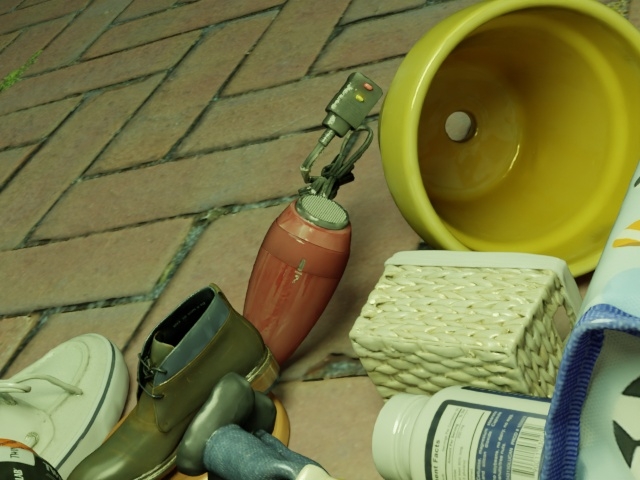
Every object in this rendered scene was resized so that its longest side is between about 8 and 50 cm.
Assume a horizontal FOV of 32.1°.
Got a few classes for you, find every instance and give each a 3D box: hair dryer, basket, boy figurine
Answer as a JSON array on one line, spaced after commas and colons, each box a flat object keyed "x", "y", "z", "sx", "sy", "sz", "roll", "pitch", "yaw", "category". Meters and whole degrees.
[{"x": 0.000, "y": 0.000, "z": 1.065, "sx": 0.080, "sy": 0.223, "sz": 0.293, "roll": 25, "pitch": 78, "yaw": 7, "category": "hair dryer"}, {"x": 0.121, "y": 0.083, "z": 0.897, "sx": 0.167, "sy": 0.113, "sz": 0.103, "roll": 2, "pitch": 43, "yaw": 40, "category": "basket"}, {"x": 0.037, "y": 0.186, "z": 0.735, "sx": 0.285, "sy": 0.177, "sz": 0.092, "roll": 21, "pitch": 75, "yaw": 30, "category": "boy figurine"}]

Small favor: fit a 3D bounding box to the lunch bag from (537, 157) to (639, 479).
[{"x": 0.305, "y": 0.115, "z": 0.504, "sx": 0.386, "sy": 0.238, "sz": 0.328, "roll": 15, "pitch": 28, "yaw": 16, "category": "lunch bag"}]

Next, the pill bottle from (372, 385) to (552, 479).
[{"x": 0.123, "y": 0.154, "z": 0.792, "sx": 0.169, "sy": 0.094, "sz": 0.094, "roll": 3, "pitch": 40, "yaw": 41, "category": "pill bottle"}]

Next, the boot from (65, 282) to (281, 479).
[{"x": -0.144, "y": 0.131, "z": 0.950, "sx": 0.219, "sy": 0.106, "sz": 0.082, "roll": -37, "pitch": 30, "yaw": -20, "category": "boot"}]

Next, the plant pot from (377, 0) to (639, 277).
[{"x": 0.164, "y": -0.102, "z": 1.052, "sx": 0.254, "sy": 0.254, "sz": 0.239, "roll": -30, "pitch": 14, "yaw": -8, "category": "plant pot"}]

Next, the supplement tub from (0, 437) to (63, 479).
[{"x": -0.244, "y": 0.234, "z": 0.849, "sx": 0.117, "sy": 0.117, "sz": 0.190, "roll": -30, "pitch": 25, "yaw": -8, "category": "supplement tub"}]

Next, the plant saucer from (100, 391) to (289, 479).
[{"x": -0.125, "y": 0.188, "z": 0.992, "sx": 0.200, "sy": 0.037, "sz": 0.200, "roll": -19, "pitch": 30, "yaw": 11, "category": "plant saucer"}]

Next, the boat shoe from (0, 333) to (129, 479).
[{"x": -0.318, "y": 0.183, "z": 1.025, "sx": 0.136, "sy": 0.156, "sz": 0.367, "roll": -3, "pitch": 36, "yaw": 35, "category": "boat shoe"}]
